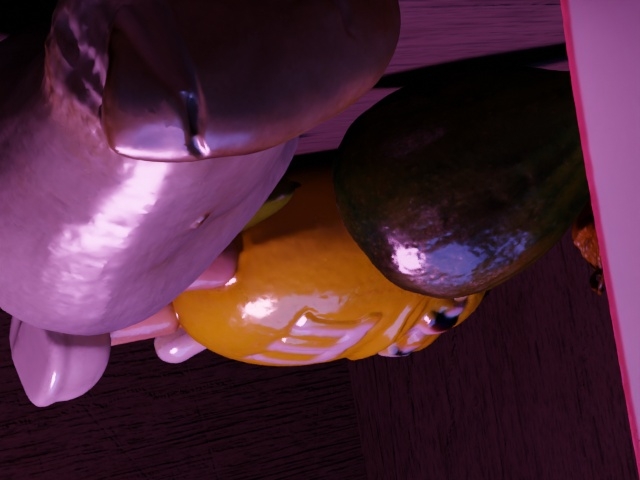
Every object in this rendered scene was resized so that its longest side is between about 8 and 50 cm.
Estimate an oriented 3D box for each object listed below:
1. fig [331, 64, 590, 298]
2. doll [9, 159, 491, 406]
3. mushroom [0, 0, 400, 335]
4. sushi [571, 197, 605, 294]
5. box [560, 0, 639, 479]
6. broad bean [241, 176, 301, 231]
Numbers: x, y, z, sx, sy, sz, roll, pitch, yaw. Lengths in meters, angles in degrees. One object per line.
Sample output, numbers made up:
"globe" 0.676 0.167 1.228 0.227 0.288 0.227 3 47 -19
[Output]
"fig" 0.095 -0.046 0.887 0.177 0.117 0.117 -33 172 17
"doll" -0.035 0.012 1.357 0.423 0.161 0.348 -17 163 -3
"mushroom" -0.053 -0.034 0.485 0.116 0.093 0.225 -28 173 -12
"sushi" 0.236 -0.039 0.932 0.179 0.167 0.296 14 168 -9
"box" 0.281 0.025 0.443 0.314 0.300 0.312 -8 178 -29
"broad bean" -0.171 -0.006 1.134 0.325 0.067 0.075 -11 170 -4
